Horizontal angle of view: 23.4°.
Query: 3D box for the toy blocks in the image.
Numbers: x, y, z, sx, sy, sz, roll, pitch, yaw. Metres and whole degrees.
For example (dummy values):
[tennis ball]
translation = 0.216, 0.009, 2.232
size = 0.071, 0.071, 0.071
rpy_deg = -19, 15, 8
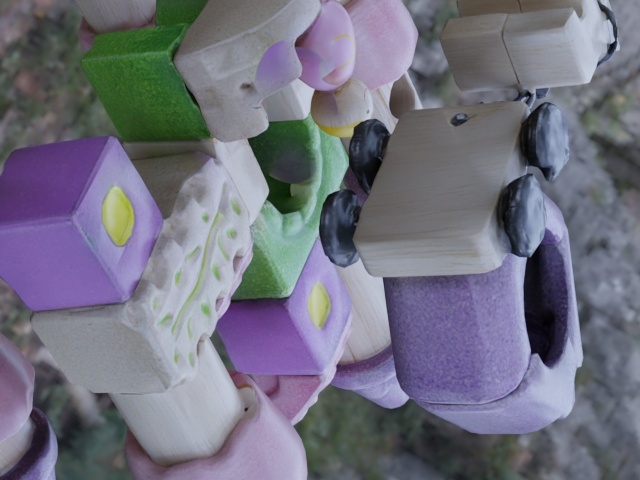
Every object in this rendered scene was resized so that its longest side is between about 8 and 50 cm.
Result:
[toy blocks]
translation = 0.000, 0.000, 0.634
size = 0.260, 0.309, 0.289
rpy_deg = 64, 36, -37
